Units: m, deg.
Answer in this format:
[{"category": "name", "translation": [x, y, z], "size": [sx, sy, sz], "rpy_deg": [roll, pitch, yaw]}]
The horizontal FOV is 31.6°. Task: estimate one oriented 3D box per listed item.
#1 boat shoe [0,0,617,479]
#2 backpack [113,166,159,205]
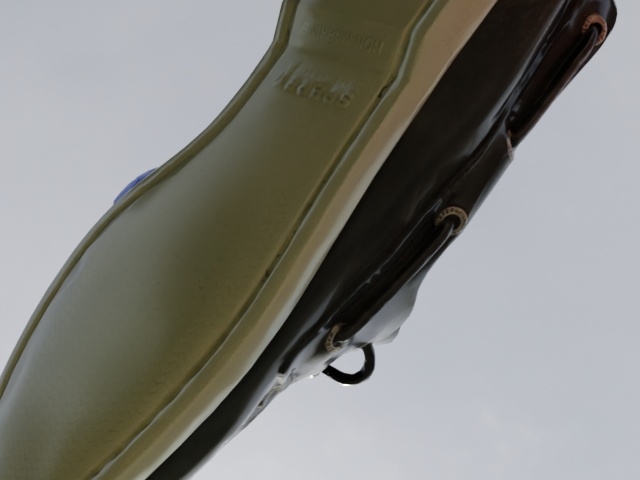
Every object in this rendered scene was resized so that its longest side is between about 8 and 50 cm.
[{"category": "boat shoe", "translation": [-0.002, -0.002, 0.447], "size": [0.113, 0.127, 0.340], "rpy_deg": [37, -95, -40]}, {"category": "backpack", "translation": [-0.118, -0.004, 0.871], "size": [0.101, 0.120, 0.098], "rpy_deg": [57, -41, 5]}]
